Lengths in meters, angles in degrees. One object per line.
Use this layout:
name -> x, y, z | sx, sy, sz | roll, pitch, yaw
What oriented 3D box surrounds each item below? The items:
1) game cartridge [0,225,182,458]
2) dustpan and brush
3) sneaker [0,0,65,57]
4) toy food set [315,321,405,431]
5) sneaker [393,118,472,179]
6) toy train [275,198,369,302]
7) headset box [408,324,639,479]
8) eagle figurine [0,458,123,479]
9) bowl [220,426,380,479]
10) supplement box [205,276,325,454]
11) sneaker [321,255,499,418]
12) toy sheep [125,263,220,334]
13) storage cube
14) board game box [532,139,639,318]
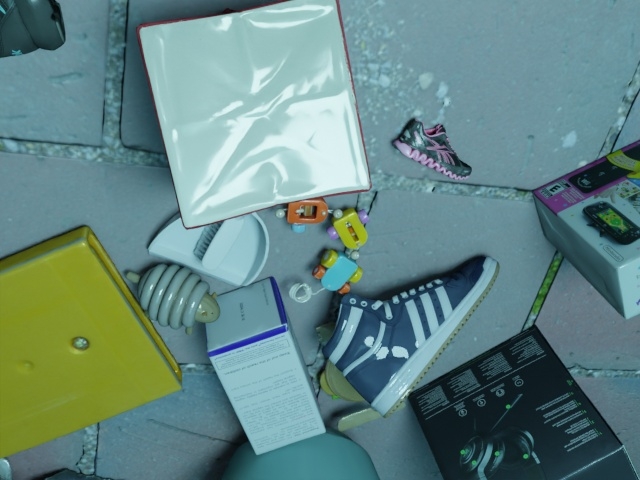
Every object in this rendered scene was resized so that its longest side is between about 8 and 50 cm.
game cartridge -> -0.391, 0.152, 0.932 | 0.324, 0.052, 0.285 | -20, 125, 2
dustpan and brush -> -0.110, -0.025, 0.878 | 0.147, 0.060, 0.211 | 23, 113, -26
sneaker -> -0.329, -0.288, 0.630 | 0.106, 0.101, 0.267 | -17, 124, -5
toy food set -> 0.060, 0.193, 1.082 | 0.133, 0.038, 0.192 | -16, 113, -11
sneaker -> 0.154, -0.119, 0.901 | 0.119, 0.047, 0.057 | 22, 103, -27
toy train -> 0.000, 0.000, 0.935 | 0.125, 0.046, 0.166 | -5, 120, -10
headset box -> 0.304, 0.311, 1.065 | 0.246, 0.283, 0.131 | -31, 124, 5
eagle figurine -> -0.421, 0.461, 1.062 | 0.226, 0.225, 0.298 | 10, 165, 25
bowl -> -0.029, 0.398, 1.079 | 0.312, 0.163, 0.311 | 1, 137, 1
supplement box -> -0.078, 0.181, 0.987 | 0.114, 0.111, 0.220 | -19, 124, -1
sneaker -> 0.123, 0.095, 0.987 | 0.282, 0.153, 0.099 | -47, 166, -19
toy sheep -> -0.192, 0.073, 0.903 | 0.132, 0.091, 0.091 | 19, 117, -1
storage cube -> -0.069, -0.133, 0.708 | 0.184, 0.193, 0.214 | -12, 103, -6
board game box -> 0.473, -0.050, 0.915 | 0.304, 0.224, 0.097 | -25, 122, 1
